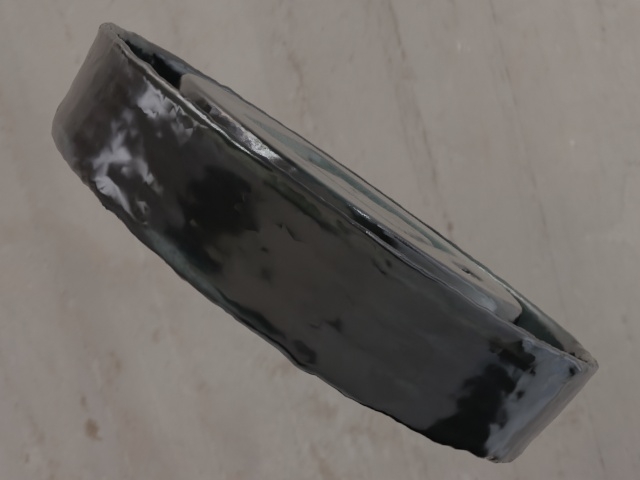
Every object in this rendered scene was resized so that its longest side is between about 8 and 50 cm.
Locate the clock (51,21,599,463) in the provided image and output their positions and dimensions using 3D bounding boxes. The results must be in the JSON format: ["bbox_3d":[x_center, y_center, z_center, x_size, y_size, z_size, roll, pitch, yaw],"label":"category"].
[{"bbox_3d":[0.000,0.000,0.425,0.184,0.184,0.040,34,97,-9],"label":"clock"}]
